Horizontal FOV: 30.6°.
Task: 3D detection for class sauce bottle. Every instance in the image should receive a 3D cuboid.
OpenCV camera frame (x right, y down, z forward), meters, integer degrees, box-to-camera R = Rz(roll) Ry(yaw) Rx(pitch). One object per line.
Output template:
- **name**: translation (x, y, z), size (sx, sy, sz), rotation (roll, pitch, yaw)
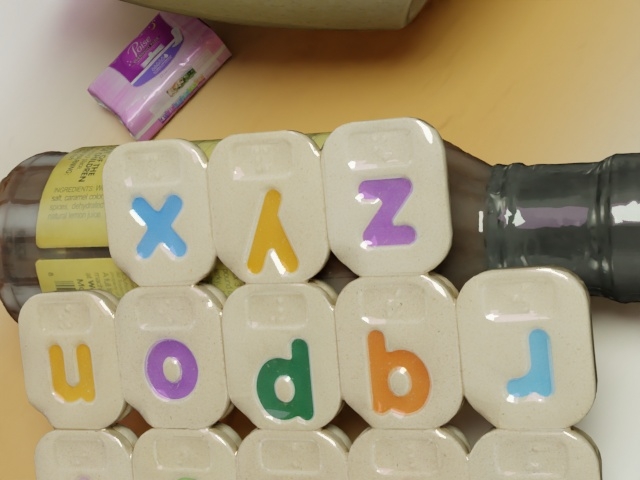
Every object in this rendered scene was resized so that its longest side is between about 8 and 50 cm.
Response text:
- **sauce bottle**: translation (0.000, 0.000, 0.601), size (0.344, 0.111, 0.111), rotation (0, 68, 21)

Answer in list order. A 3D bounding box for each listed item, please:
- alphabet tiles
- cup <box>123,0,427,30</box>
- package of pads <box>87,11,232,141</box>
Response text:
- **alphabet tiles**: translation (-0.013, 0.086, 0.551), size (0.284, 0.021, 0.278), rotation (-4, 96, 21)
- **cup**: translation (-0.013, -0.245, 0.626), size (0.237, 0.331, 0.331), rotation (32, 81, 2)
- **package of pads**: translation (-0.102, -0.106, 0.733), size (0.083, 0.032, 0.050), rotation (-47, 60, -3)
